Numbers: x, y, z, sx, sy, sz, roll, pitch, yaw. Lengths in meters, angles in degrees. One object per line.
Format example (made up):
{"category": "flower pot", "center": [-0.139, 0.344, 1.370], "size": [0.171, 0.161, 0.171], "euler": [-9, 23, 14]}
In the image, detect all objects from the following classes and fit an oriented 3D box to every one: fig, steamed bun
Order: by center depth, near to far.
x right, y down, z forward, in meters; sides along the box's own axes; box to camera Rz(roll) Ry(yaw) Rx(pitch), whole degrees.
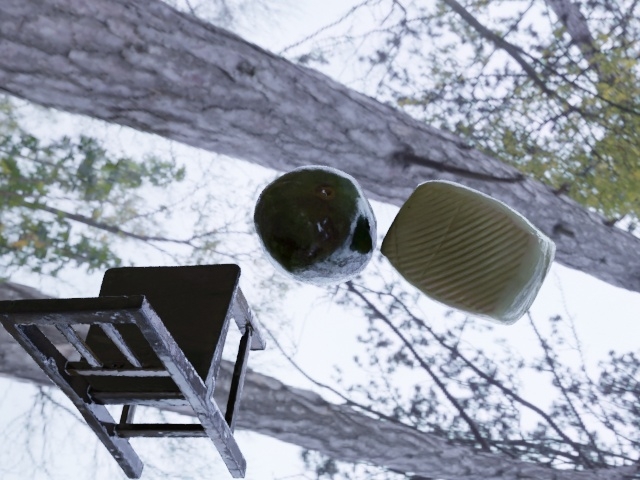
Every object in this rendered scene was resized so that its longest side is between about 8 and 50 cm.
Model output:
{"category": "steamed bun", "center": [0.220, 0.021, 1.151], "size": [0.238, 0.152, 0.170], "euler": [31, -86, 28]}
{"category": "fig", "center": [0.000, 0.000, 1.228], "size": [0.195, 0.245, 0.195], "euler": [-5, -129, 6]}

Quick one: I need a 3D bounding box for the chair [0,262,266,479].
{"category": "chair", "center": [-0.219, 0.117, 1.044], "size": [0.203, 0.416, 0.241], "euler": [-1, -131, 12]}
